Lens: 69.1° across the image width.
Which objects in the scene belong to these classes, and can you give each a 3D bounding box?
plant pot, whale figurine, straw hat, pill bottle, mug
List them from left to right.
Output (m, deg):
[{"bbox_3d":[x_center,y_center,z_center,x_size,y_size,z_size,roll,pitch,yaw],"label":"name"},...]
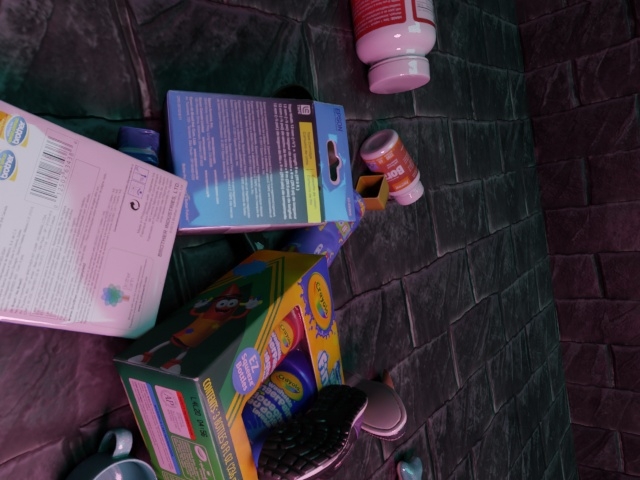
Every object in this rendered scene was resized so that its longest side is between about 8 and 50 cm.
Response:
[{"bbox_3d":[-0.326,0.386,0.724,0.129,0.097,0.158,52,51,-30],"label":"mug"},{"bbox_3d":[-0.031,-0.251,1.079,0.165,0.167,0.167,13,76,-54],"label":"plant pot"},{"bbox_3d":[0.153,-0.128,1.324,0.083,0.081,0.081,49,52,-46],"label":"plant pot"},{"bbox_3d":[0.162,0.429,1.283,0.061,0.144,0.144,-8,92,-7],"label":"straw hat"},{"bbox_3d":[0.202,-0.644,1.317,0.229,0.229,0.407,-8,93,-48],"label":"pill bottle"},{"bbox_3d":[0.217,-0.210,1.368,0.216,0.121,0.121,49,53,-32],"label":"pill bottle"},{"bbox_3d":[0.274,0.766,1.315,0.216,0.141,0.272,13,76,-46],"label":"whale figurine"}]

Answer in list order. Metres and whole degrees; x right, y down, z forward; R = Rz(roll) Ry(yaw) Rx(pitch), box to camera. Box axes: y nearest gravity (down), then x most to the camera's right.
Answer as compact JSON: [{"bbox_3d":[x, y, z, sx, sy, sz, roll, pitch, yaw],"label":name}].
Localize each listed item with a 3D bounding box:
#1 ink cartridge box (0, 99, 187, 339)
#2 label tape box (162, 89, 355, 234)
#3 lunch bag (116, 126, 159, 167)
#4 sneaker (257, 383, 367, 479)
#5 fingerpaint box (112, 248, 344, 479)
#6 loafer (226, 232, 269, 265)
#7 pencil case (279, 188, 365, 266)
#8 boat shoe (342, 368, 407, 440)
[{"bbox_3d":[-0.410,-0.026,0.633,0.395,0.151,0.270,24,70,-46],"label":"ink cartridge box"},{"bbox_3d":[-0.117,-0.143,0.905,0.348,0.115,0.249,-4,85,-26],"label":"label tape box"},{"bbox_3d":[-0.313,-0.145,0.799,0.067,0.098,0.065,4,78,-17],"label":"lunch bag"},{"bbox_3d":[0.000,0.346,0.746,0.283,0.107,0.124,-11,109,-61],"label":"sneaker"},{"bbox_3d":[-0.103,0.292,0.821,0.371,0.163,0.445,-41,129,-54],"label":"fingerpaint box"},{"bbox_3d":[-0.132,0.026,0.987,0.078,0.080,0.220,-32,109,-44],"label":"loafer"},{"bbox_3d":[0.000,0.000,1.107,0.133,0.119,0.306,50,52,-23],"label":"pencil case"},{"bbox_3d":[0.109,0.381,1.058,0.114,0.302,0.091,-33,107,-15],"label":"boat shoe"}]
